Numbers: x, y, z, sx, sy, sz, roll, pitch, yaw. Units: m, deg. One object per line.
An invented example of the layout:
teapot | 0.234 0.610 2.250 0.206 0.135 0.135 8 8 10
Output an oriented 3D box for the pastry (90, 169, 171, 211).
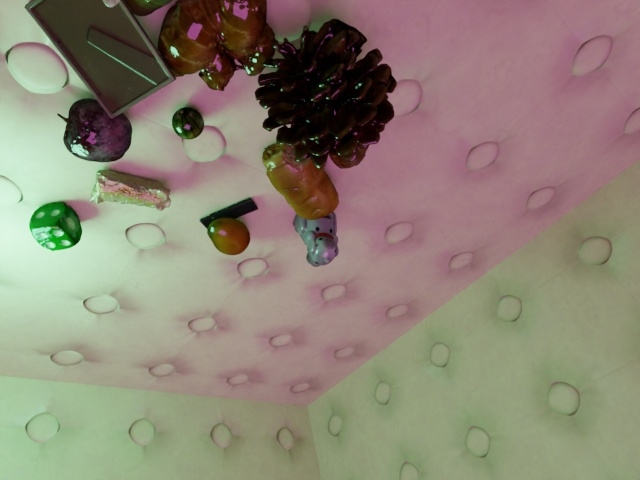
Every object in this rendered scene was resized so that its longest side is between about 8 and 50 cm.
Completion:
pastry | -0.655 -0.174 1.512 0.259 0.089 0.121 5 139 -24

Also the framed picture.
framed picture | -0.562 -0.509 1.121 0.241 0.020 0.324 -24 117 18

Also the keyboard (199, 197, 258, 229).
keyboard | -0.366 -0.107 1.730 0.231 0.023 0.072 -22 145 7

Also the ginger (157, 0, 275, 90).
ginger | -0.287 -0.550 1.183 0.358 0.152 0.274 -20 158 5

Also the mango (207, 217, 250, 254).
mango | -0.362 -0.021 1.734 0.152 0.120 0.221 -17 153 -4

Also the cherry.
cherry | -0.657 -0.324 1.286 0.195 0.195 0.195 -9 138 -8

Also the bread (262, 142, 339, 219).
bread | -0.067 -0.220 1.602 0.195 0.148 0.344 -27 137 12

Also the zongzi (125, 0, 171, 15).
zongzi | -0.411 -0.674 1.076 0.205 0.204 0.094 3 171 42

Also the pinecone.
pinecone | -0.004 -0.415 1.223 0.398 0.397 0.397 -9 138 -8

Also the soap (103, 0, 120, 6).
soap | -0.409 -0.665 0.891 0.143 0.281 0.259 26 133 -34

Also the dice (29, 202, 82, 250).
dice | -0.932 -0.048 1.531 0.120 0.130 0.128 -12 140 -5

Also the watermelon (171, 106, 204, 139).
watermelon | -0.419 -0.373 1.366 0.109 0.109 0.109 -9 138 -8

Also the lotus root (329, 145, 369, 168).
lotus root | 0.099 -0.331 1.580 0.135 0.095 0.159 25 119 -33

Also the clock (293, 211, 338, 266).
clock | -0.001 0.000 1.792 0.189 0.253 0.188 -9 143 -7
